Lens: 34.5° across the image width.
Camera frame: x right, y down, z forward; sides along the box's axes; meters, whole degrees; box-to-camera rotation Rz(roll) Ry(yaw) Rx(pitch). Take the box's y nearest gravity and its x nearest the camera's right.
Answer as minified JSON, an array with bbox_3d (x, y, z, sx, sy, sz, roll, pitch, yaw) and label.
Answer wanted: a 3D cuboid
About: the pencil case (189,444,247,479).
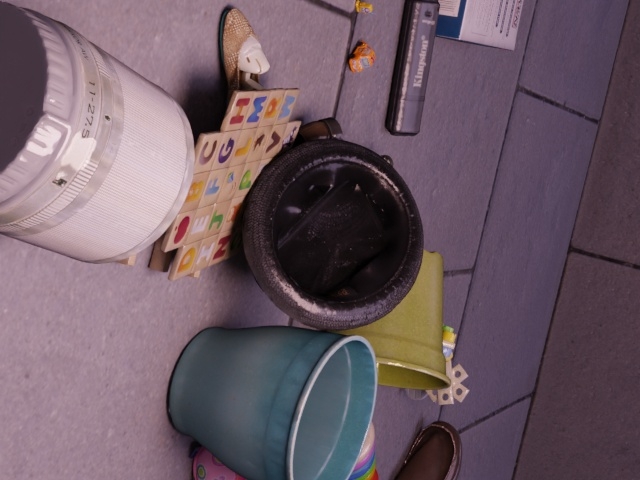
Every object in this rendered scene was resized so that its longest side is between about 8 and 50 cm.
[{"bbox_3d":[-0.112,0.387,1.802,0.284,0.124,0.124,0,104,-62],"label":"pencil case"}]

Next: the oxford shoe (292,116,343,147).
[{"bbox_3d":[-0.030,-0.099,1.754,0.096,0.083,0.227,-14,124,-31],"label":"oxford shoe"}]

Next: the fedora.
[{"bbox_3d":[0.000,0.000,1.659,0.334,0.152,0.334,10,71,-29],"label":"fedora"}]

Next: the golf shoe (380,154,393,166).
[{"bbox_3d":[0.072,-0.033,1.945,0.272,0.105,0.120,-62,158,-22],"label":"golf shoe"}]

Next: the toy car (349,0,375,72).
[{"bbox_3d":[0.076,-0.359,1.834,0.060,0.041,0.122,-49,145,-41],"label":"toy car"}]

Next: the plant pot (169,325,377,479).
[{"bbox_3d":[-0.083,0.249,1.613,0.272,0.255,0.271,-36,133,-52],"label":"plant pot"}]

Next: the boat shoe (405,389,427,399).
[{"bbox_3d":[0.265,0.277,2.508,0.076,0.083,0.226,5,99,-62],"label":"boat shoe"}]

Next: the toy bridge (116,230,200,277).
[{"bbox_3d":[-0.224,0.013,1.469,0.188,0.026,0.063,18,85,-64],"label":"toy bridge"}]

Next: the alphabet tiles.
[{"bbox_3d":[-0.122,-0.088,1.505,0.285,0.011,0.342,-68,165,17],"label":"alphabet tiles"}]

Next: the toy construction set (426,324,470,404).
[{"bbox_3d":[0.228,0.246,2.271,0.151,0.215,0.327,-65,153,-16],"label":"toy construction set"}]

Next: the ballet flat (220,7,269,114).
[{"bbox_3d":[-0.104,-0.238,1.517,0.073,0.067,0.206,-42,140,-47],"label":"ballet flat"}]

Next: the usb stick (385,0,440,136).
[{"bbox_3d":[0.182,-0.341,2.028,0.077,0.045,0.278,1,105,-27],"label":"usb stick"}]

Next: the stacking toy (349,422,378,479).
[{"bbox_3d":[0.060,0.469,2.186,0.141,0.141,0.330,-60,157,-26],"label":"stacking toy"}]

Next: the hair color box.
[{"bbox_3d":[0.324,-0.501,2.168,0.347,0.105,0.173,-11,114,-61],"label":"hair color box"}]

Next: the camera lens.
[{"bbox_3d":[-0.279,-0.103,1.079,0.274,0.219,0.219,29,78,-63],"label":"camera lens"}]

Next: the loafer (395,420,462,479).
[{"bbox_3d":[0.254,0.628,2.625,0.366,0.134,0.130,-66,153,-16],"label":"loafer"}]

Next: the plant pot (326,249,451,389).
[{"bbox_3d":[0.135,0.140,2.020,0.276,0.276,0.253,40,57,-62],"label":"plant pot"}]
